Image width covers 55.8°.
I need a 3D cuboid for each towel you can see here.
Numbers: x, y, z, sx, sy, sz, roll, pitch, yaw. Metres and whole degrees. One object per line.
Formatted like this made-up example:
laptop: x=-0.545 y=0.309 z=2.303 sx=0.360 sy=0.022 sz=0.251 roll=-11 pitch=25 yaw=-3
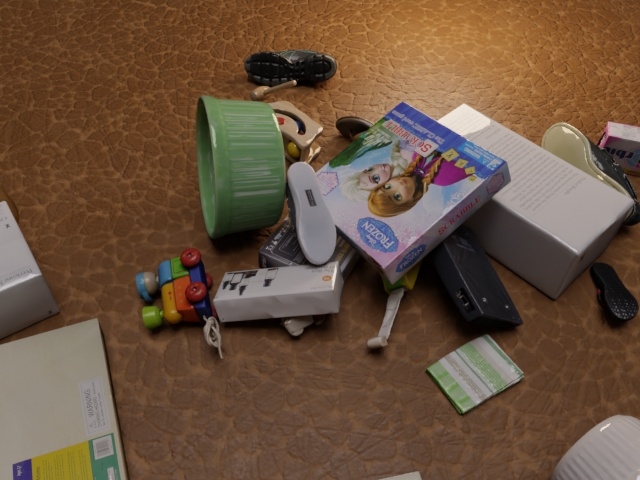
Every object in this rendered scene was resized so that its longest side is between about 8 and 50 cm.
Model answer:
towel: x=0.291 y=0.251 z=1.145 sx=0.152 sy=0.023 sz=0.113 roll=-24 pitch=52 yaw=-19

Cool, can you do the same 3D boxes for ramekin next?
ramekin: x=0.454 y=0.366 z=0.932 sx=0.207 sy=0.207 sz=0.109 roll=-22 pitch=44 yaw=-20
ramekin: x=-0.176 y=-0.160 z=1.307 sx=0.148 sy=0.303 sz=0.303 roll=-5 pitch=49 yaw=-17

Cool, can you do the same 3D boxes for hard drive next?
hard drive: x=0.300 y=0.064 z=1.230 sx=0.172 sy=0.054 sz=0.255 roll=17 pitch=41 yaw=-42

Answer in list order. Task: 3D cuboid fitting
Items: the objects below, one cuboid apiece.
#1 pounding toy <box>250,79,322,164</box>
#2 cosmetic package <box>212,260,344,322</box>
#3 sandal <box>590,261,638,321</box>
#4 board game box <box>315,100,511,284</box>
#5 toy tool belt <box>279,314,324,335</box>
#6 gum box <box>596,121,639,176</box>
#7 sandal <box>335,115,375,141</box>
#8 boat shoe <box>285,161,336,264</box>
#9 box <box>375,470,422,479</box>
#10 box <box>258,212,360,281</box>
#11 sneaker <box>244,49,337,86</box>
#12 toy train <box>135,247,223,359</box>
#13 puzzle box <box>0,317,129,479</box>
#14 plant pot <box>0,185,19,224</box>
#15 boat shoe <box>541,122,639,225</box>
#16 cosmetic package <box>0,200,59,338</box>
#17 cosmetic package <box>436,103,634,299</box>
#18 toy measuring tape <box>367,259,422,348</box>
pounding toy: x=-0.115 y=-0.308 z=1.527 sx=0.154 sy=0.155 sz=0.269 roll=-30 pitch=56 yaw=-31
cosmetic package: x=-0.080 y=0.099 z=1.179 sx=0.239 sy=0.060 sz=0.099 roll=-7 pitch=33 yaw=12
sandal: x=0.613 y=0.113 z=1.272 sx=0.067 sy=0.040 sz=0.179 roll=10 pitch=34 yaw=-1
board game box: x=0.160 y=-0.114 z=1.248 sx=0.318 sy=0.066 sz=0.318 roll=-41 pitch=48 yaw=-7
toy tool belt: x=-0.038 y=0.151 z=1.194 sx=0.083 sy=0.052 sz=0.051 roll=-26 pitch=16 yaw=-16
gum box: x=0.793 y=-0.225 z=1.526 sx=0.188 sy=0.107 sz=0.062 roll=14 pitch=49 yaw=9
sandal: x=0.130 y=-0.256 z=1.556 sx=0.219 sy=0.090 sz=0.060 roll=29 pitch=75 yaw=12
boat shoe: x=-0.030 y=-0.047 z=1.225 sx=0.080 sy=0.076 sz=0.228 roll=-8 pitch=65 yaw=-23
box: x=0.101 y=0.476 z=0.864 sx=0.148 sy=0.127 sz=0.232 roll=-9 pitch=50 yaw=-10
box: x=0.000 y=0.000 z=1.326 sx=0.183 sy=0.056 sz=0.231 roll=23 pitch=52 yaw=16
sneaker: x=-0.085 y=-0.504 z=1.761 sx=0.267 sy=0.101 sz=0.106 roll=3 pitch=27 yaw=1
toy train: x=-0.277 y=0.140 z=1.168 sx=0.143 sy=0.105 sz=0.248 roll=-16 pitch=51 yaw=-3
puzzle box: x=-0.477 y=0.339 z=1.009 sx=0.272 sy=0.052 sz=0.409 roll=-14 pitch=51 yaw=-15
plant pot: x=-0.795 y=-0.112 z=1.260 sx=0.237 sy=0.254 sz=0.237 roll=1 pitch=47 yaw=-1
boat shoe: x=0.660 y=-0.158 z=1.464 sx=0.113 sy=0.127 sz=0.340 roll=14 pitch=33 yaw=-31
cosmetic package: x=-0.669 y=0.076 z=1.172 sx=0.224 sy=0.138 sz=0.225 roll=-27 pitch=59 yaw=-24
cosmetic package: x=0.419 y=-0.104 z=1.366 sx=0.230 sy=0.161 sz=0.453 roll=-34 pitch=58 yaw=-28
toy measuring tape: x=0.136 y=0.061 z=1.235 sx=0.121 sy=0.121 sz=0.330 roll=17 pitch=50 yaw=12
